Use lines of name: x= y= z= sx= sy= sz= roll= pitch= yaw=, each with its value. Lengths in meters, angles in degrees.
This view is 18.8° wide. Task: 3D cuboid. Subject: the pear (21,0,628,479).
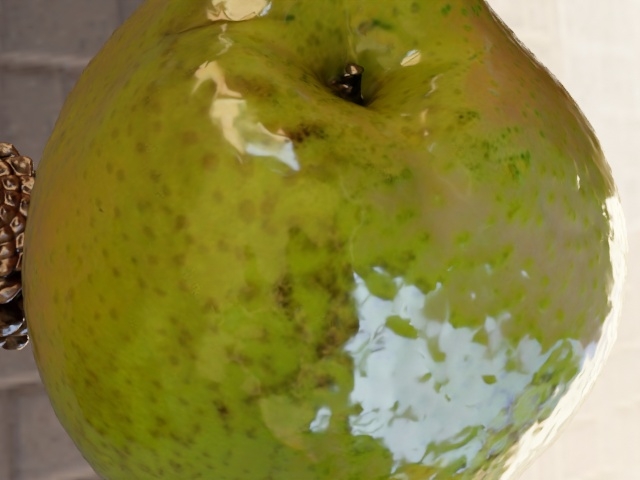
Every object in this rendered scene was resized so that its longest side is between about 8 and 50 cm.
pear: x=0.000 y=0.000 z=1.129 sx=0.391 sy=0.391 sz=0.391 roll=-4 pitch=90 yaw=-66

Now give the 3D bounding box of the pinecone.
pinecone: x=-0.325 y=0.016 z=1.887 sx=0.207 sy=0.207 sz=0.208 roll=-4 pitch=90 yaw=-66
